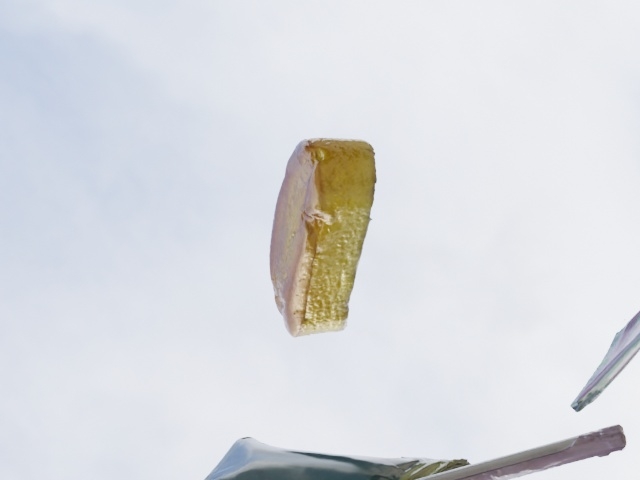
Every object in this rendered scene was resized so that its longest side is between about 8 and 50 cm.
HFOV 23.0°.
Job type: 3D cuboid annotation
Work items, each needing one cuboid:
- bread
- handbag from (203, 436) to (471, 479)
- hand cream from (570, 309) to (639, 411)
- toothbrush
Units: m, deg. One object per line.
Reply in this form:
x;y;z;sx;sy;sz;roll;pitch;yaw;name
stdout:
0.000;0.000;1.674;0.094;0.246;0.102;0;-139;-13;bread
0.015;0.304;1.356;0.222;0.241;0.263;-38;-59;-49;handbag
0.226;0.009;0.923;0.079;0.275;0.050;-16;-118;-33;hand cream
0.041;0.187;1.092;0.024;0.354;0.029;-16;-91;-79;toothbrush
